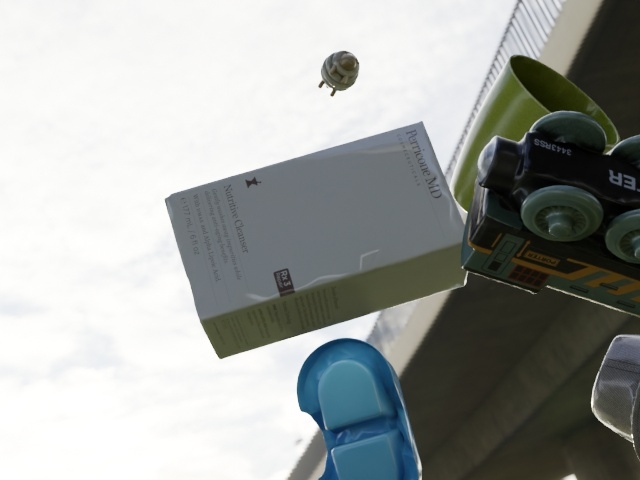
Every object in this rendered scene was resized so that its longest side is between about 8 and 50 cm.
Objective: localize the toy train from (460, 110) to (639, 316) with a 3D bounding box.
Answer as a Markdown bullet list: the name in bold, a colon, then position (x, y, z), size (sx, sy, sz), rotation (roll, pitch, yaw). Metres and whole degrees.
- **toy train**: position (0.303, -0.009, 1.015), size (0.334, 0.142, 0.190), rotation (17, -35, -6)

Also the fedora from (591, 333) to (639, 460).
- **fedora**: position (0.506, 0.235, 1.534), size (0.124, 0.244, 0.275), rotation (13, -12, 40)

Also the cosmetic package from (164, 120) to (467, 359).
- **cosmetic package**: position (0.000, 0.000, 1.411), size (0.385, 0.217, 0.156), rotation (-19, -27, -3)

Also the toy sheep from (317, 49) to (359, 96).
- **toy sheep**: position (0.039, -0.361, 2.135), size (0.091, 0.091, 0.132), rotation (-2, -16, -29)

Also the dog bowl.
- **dog bowl**: position (0.068, 0.302, 1.569), size (0.166, 0.297, 0.074), rotation (-20, -15, 19)

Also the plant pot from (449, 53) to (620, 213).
- **plant pot**: position (0.406, -0.177, 2.024), size (0.274, 0.275, 0.293), rotation (8, -49, -40)
